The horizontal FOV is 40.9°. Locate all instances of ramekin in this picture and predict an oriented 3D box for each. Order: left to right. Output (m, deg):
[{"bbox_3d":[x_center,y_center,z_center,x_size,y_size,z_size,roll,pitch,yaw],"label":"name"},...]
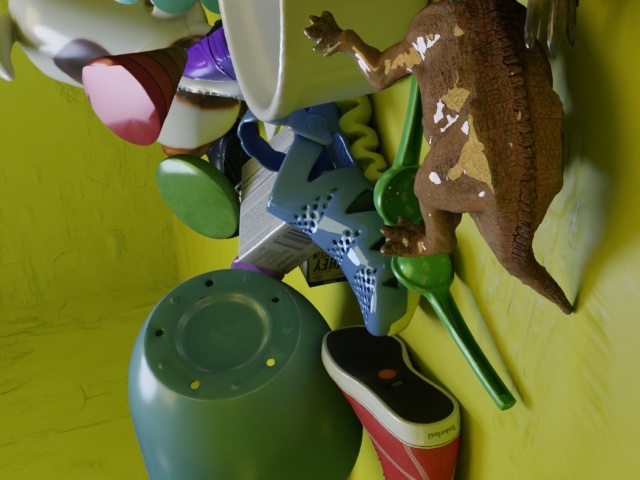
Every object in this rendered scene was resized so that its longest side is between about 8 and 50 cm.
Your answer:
[{"bbox_3d":[-0.008,-0.253,0.772,0.277,0.135,0.277,170,90,-75],"label":"ramekin"}]

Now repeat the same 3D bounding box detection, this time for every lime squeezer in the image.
[{"bbox_3d":[0.099,-0.009,0.733,0.110,0.059,0.310,-18,79,45],"label":"lime squeezer"}]

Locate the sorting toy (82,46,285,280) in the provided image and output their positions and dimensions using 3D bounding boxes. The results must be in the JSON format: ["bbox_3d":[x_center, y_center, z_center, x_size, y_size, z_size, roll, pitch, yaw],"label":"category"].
[{"bbox_3d":[-0.139,-0.105,1.093,0.127,0.126,0.365,-11,122,48],"label":"sorting toy"}]

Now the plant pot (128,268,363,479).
[{"bbox_3d":[-0.099,0.174,1.049,0.235,0.293,0.293,83,168,-49],"label":"plant pot"}]

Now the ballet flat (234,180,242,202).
[{"bbox_3d":[-0.076,-0.052,1.264,0.280,0.096,0.095,-164,64,-74],"label":"ballet flat"}]

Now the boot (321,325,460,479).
[{"bbox_3d":[0.070,0.205,0.908,0.244,0.088,0.176,-136,36,-61],"label":"boot"}]

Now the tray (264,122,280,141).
[{"bbox_3d":[-0.083,-0.293,1.254,0.145,0.030,0.270,119,139,-70],"label":"tray"}]

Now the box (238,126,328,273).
[{"bbox_3d":[-0.035,-0.050,1.005,0.126,0.072,0.137,-36,45,46],"label":"box"}]

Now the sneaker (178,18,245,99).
[{"bbox_3d":[-0.098,-0.260,1.132,0.293,0.102,0.146,20,107,50],"label":"sneaker"}]

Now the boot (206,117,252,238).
[{"bbox_3d":[-0.183,-0.155,1.604,0.207,0.094,0.246,-121,31,-46],"label":"boot"}]

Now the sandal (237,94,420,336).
[{"bbox_3d":[0.007,-0.042,0.868,0.126,0.138,0.317,105,150,-55],"label":"sandal"}]

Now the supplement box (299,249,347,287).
[{"bbox_3d":[0.000,0.000,1.082,0.083,0.056,0.083,-119,24,-52],"label":"supplement box"}]

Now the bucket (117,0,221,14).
[{"bbox_3d":[-0.163,-0.411,1.011,0.281,0.281,0.183,-114,28,-43],"label":"bucket"}]

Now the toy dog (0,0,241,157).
[{"bbox_3d":[-0.291,-0.325,1.410,0.408,0.395,0.284,39,136,16],"label":"toy dog"}]

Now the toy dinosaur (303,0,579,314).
[{"bbox_3d":[0.102,-0.084,0.508,0.200,0.127,0.295,-11,95,69],"label":"toy dinosaur"}]
